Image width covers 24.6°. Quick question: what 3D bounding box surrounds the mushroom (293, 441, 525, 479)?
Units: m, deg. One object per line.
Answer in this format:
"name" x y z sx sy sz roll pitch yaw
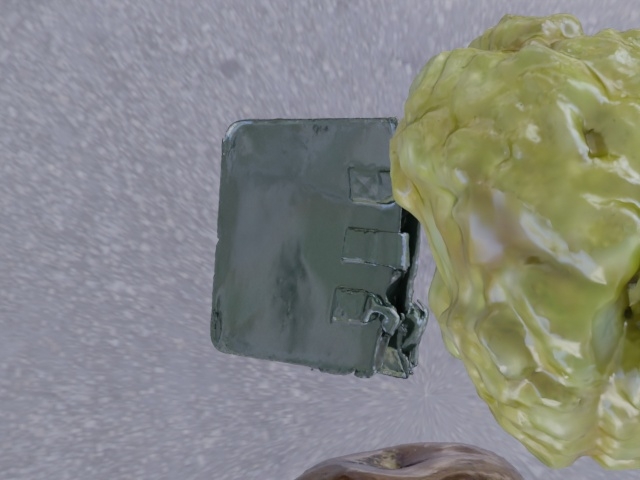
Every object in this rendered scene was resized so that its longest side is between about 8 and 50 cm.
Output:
"mushroom" 0.104 0.303 1.509 0.267 0.267 0.255 -32 98 0

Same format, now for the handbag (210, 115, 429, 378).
"handbag" 0.001 0.000 1.442 0.260 0.079 0.248 6 91 48

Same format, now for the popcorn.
"popcorn" 0.143 0.004 0.755 0.195 0.255 0.256 -39 103 1
